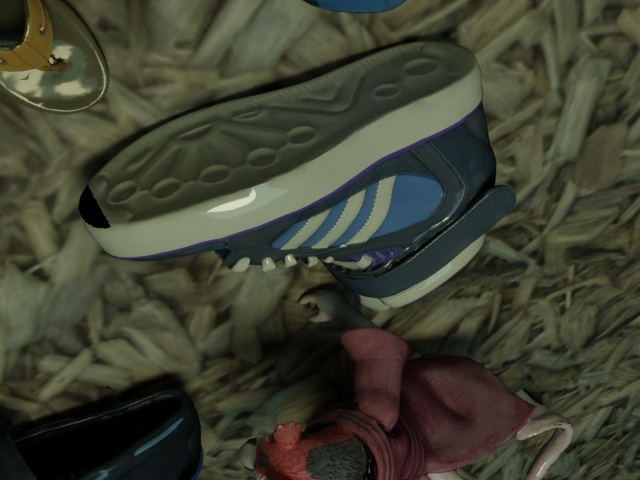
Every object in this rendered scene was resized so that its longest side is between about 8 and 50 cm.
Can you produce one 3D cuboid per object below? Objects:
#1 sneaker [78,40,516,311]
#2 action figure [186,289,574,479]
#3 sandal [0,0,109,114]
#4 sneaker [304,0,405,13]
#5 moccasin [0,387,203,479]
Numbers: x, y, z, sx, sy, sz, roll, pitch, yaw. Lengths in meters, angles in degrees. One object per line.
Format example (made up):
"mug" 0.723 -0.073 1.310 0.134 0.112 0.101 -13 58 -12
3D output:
"sneaker" 0.000 0.000 0.642 0.323 0.130 0.236 -25 132 -15
"action figure" 0.047 0.209 0.744 0.248 0.276 0.370 -61 159 6
"sandal" -0.191 -0.138 0.474 0.072 0.049 0.180 -30 136 -1
"sneaker" -0.010 -0.185 0.509 0.209 0.082 0.069 14 119 -38
"moccasin" -0.270 0.202 0.700 0.342 0.138 0.116 -18 132 -34
